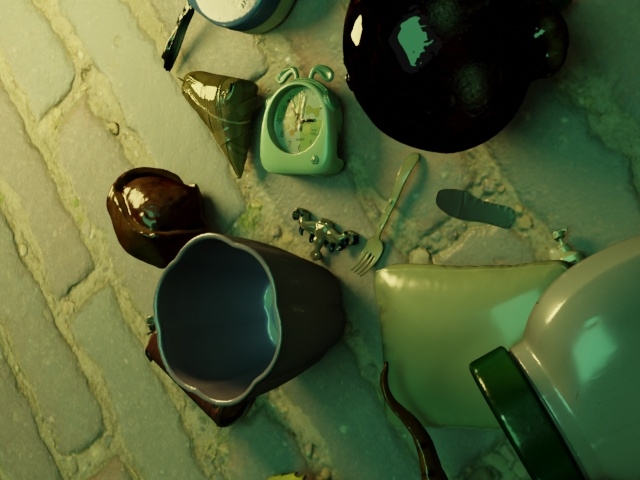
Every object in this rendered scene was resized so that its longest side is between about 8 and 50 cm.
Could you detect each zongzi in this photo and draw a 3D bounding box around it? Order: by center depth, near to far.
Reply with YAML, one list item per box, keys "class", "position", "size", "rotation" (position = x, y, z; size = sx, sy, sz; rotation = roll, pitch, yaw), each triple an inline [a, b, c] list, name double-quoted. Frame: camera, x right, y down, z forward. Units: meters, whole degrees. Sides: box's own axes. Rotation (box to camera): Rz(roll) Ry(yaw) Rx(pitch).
- class: "zongzi"
  position: [-0.199, -0.214, 1.713]
  size: [0.189, 0.081, 0.178]
  rotation: [18, 110, 40]

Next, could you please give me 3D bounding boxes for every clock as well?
- class: "clock"
  position: [-0.026, -0.201, 1.593]
  size: [0.148, 0.060, 0.189]
  rotation: [7, 93, 36]

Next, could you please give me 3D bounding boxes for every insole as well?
- class: "insole"
  position: [0.234, -0.049, 1.444]
  size: [0.135, 0.002, 0.045]
  rotation: [17, 101, 34]

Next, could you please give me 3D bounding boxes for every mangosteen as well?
- class: "mangosteen"
  position: [0.185, -0.262, 1.313]
  size: [0.313, 0.297, 0.297]
  rotation: [13, 97, 24]

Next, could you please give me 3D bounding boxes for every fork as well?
- class: "fork"
  position: [0.108, -0.043, 1.525]
  size: [0.034, 0.028, 0.220]
  rotation: [33, 104, 38]

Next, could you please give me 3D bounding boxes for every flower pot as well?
- class: "flower pot"
  position: [-0.097, 0.126, 1.531]
  size: [0.265, 0.243, 0.265]
  rotation: [-2, 86, 34]

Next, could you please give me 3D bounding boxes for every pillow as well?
- class: "pillow"
  position: [0.227, 0.156, 1.373]
  size: [0.322, 0.119, 0.256]
  rotation: [-4, 93, 37]

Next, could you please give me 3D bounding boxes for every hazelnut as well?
- class: "hazelnut"
  position: [-0.296, -0.046, 1.713]
  size: [0.160, 0.170, 0.202]
  rotation: [-39, 79, 27]

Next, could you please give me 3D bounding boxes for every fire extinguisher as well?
- class: "fire extinguisher"
  position: [-0.238, 0.224, 1.722]
  size: [0.269, 0.104, 0.105]
  rotation: [37, 110, 29]

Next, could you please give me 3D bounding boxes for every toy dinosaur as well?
- class: "toy dinosaur"
  position: [0.179, 0.399, 1.369]
  size: [0.097, 0.208, 0.432]
  rotation: [-29, 65, 14]

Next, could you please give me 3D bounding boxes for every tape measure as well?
- class: "tape measure"
  position: [-0.170, -0.417, 1.679]
  size: [0.215, 0.097, 0.351]
  rotation: [41, 114, 29]

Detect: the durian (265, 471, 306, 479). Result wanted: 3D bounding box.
- class: "durian"
  position: [-0.125, 0.499, 1.590]
  size: [0.355, 0.169, 0.158]
  rotation: [-36, 70, 24]

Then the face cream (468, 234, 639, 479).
- class: "face cream"
  position: [0.384, 0.156, 1.148]
  size: [0.357, 0.219, 0.313]
  rotation: [-30, 113, 3]

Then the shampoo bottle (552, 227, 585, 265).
- class: "shampoo bottle"
  position: [0.361, 0.050, 1.337]
  size: [0.049, 0.034, 0.141]
  rotation: [-34, 69, 43]

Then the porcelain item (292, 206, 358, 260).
- class: "porcelain item"
  position: [0.000, 0.000, 1.596]
  size: [0.136, 0.021, 0.075]
  rotation: [26, 104, 32]
